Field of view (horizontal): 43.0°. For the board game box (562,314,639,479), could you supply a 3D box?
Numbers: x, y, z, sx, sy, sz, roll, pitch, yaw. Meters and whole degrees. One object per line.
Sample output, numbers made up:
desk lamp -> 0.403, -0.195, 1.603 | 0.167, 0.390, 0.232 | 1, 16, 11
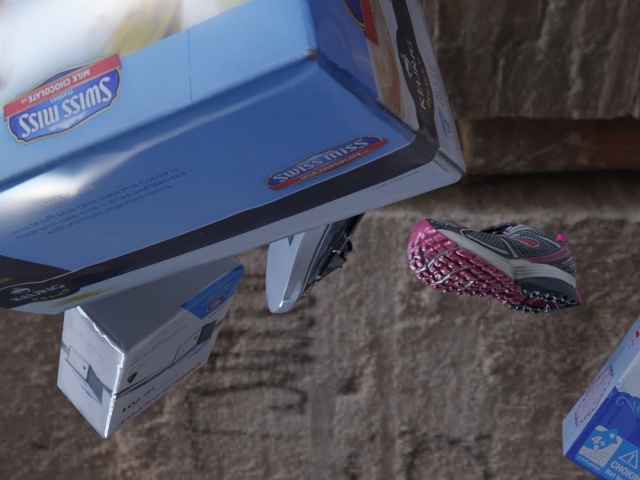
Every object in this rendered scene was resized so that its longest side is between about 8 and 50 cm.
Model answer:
board game box -> 0.366, 0.082, 0.475 | 0.318, 0.318, 0.066 | -62, -10, 17

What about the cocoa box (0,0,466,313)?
cocoa box -> -0.125, -0.111, 0.509 | 0.228, 0.347, 0.231 | 22, -126, -63

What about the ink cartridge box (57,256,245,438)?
ink cartridge box -> -0.162, 0.082, 0.756 | 0.139, 0.082, 0.191 | -37, -17, -36

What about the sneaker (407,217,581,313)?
sneaker -> 0.240, 0.022, 1.134 | 0.121, 0.299, 0.112 | -21, 59, 48

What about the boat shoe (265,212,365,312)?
boat shoe -> 0.000, 0.000, 0.847 | 0.228, 0.076, 0.080 | 113, 153, -44
